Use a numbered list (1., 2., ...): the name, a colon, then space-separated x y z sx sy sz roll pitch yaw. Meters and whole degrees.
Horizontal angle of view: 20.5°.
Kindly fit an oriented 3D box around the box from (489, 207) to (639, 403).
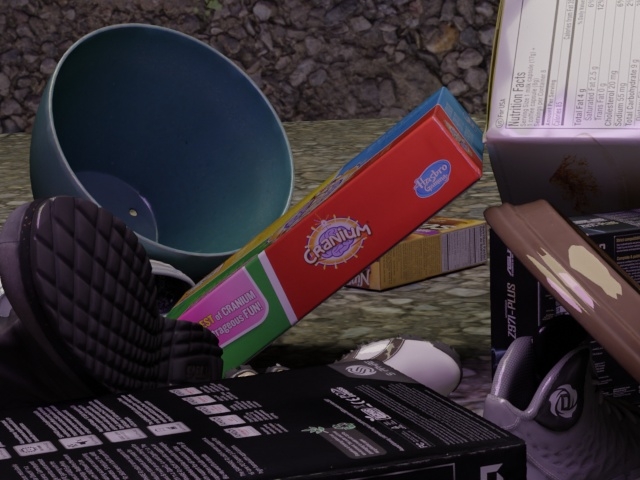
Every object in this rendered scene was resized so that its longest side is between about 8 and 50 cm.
1. box: 0.232 0.055 1.435 0.180 0.147 0.077 -7 12 -24

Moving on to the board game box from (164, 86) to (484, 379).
1. board game box: 0.000 0.000 1.526 0.316 0.064 0.242 -38 5 11

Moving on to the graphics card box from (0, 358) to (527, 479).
1. graphics card box: -0.086 0.159 1.087 0.371 0.094 0.233 -7 11 -22

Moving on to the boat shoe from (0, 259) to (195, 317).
1. boat shoe: -0.223 0.053 1.718 0.227 0.079 0.081 -6 6 -35

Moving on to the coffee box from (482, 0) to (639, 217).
1. coffee box: 0.349 -0.142 1.626 0.334 0.338 0.338 1 -29 16

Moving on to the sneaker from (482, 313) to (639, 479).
1. sneaker: 0.189 0.110 1.188 0.086 0.132 0.228 8 15 43

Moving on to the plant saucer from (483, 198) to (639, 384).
1. plant saucer: 0.220 0.065 1.180 0.278 0.041 0.278 42 7 -7

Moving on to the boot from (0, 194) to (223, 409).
1. boot: -0.222 0.074 1.283 0.222 0.118 0.338 1 -27 16

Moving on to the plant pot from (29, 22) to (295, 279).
1. plant pot: -0.200 -0.063 1.943 0.290 0.290 0.195 -11 -23 -39

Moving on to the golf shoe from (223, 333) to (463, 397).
1. golf shoe: 0.024 0.128 1.324 0.198 0.077 0.094 -12 24 -16

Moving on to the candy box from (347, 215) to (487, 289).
1. candy box: 0.087 0.011 1.966 0.109 0.053 0.186 7 12 42
